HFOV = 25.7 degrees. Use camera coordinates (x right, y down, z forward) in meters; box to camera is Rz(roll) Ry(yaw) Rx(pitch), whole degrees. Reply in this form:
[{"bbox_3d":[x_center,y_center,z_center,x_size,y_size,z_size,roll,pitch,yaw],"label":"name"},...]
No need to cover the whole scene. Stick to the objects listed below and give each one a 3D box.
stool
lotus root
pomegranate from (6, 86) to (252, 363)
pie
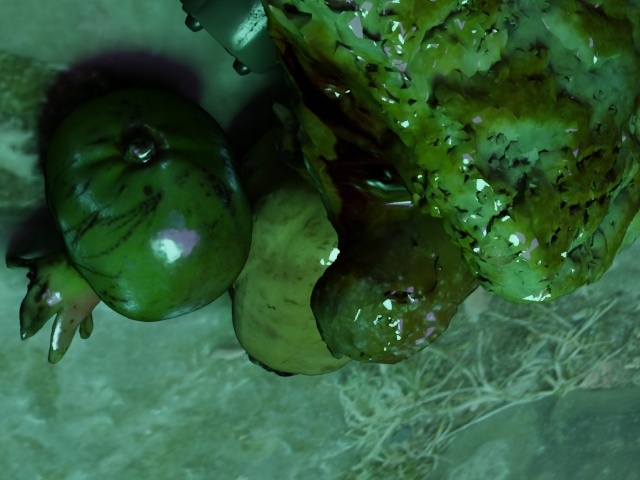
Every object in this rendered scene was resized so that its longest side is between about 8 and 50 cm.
[{"bbox_3d":[-0.034,-0.167,0.908,0.110,0.096,0.096,-44,133,8],"label":"stool"},{"bbox_3d":[0.000,0.000,1.010,0.140,0.154,0.257,6,139,-9],"label":"lotus root"},{"bbox_3d":[-0.136,-0.007,0.933,0.191,0.152,0.131,-36,142,24],"label":"pomegranate"},{"bbox_3d":[0.103,-0.175,0.844,0.395,0.180,0.418,-37,124,-50],"label":"pie"}]
